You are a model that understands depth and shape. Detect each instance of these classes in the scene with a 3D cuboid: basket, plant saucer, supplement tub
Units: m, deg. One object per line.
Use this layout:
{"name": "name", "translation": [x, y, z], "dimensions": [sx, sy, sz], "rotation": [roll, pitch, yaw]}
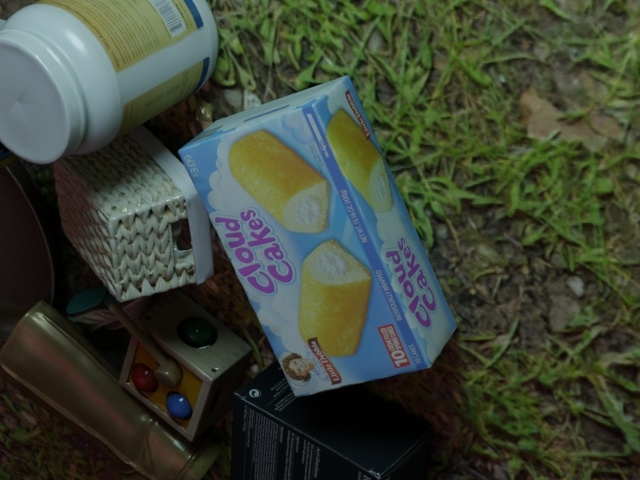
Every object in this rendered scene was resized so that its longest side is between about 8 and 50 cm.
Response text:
{"name": "basket", "translation": [-0.189, -0.028, 1.491], "dimensions": [0.167, 0.103, 0.113], "rotation": [42, 143, 47]}
{"name": "plant saucer", "translation": [-0.413, -0.026, 1.771], "dimensions": [0.311, 0.050, 0.310], "rotation": [23, 131, 29]}
{"name": "supplement tub", "translation": [-0.206, -0.166, 1.382], "dimensions": [0.144, 0.200, 0.144], "rotation": [22, 129, 29]}

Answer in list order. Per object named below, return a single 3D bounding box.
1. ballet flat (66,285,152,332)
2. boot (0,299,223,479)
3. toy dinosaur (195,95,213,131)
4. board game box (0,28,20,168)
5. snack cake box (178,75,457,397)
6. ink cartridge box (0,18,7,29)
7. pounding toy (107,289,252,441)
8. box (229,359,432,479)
{"name": "ballet flat", "translation": [-0.222, 0.071, 1.675], "dimensions": [0.052, 0.057, 0.168], "rotation": [43, 148, -24]}
{"name": "boot", "translation": [-0.265, 0.220, 1.750], "dimensions": [0.269, 0.089, 0.236], "rotation": [37, 127, 1]}
{"name": "toy dinosaur", "translation": [-0.074, -0.057, 1.449], "dimensions": [0.183, 0.053, 0.092], "rotation": [42, 135, 11]}
{"name": "board game box", "translation": [-0.299, -0.149, 1.496], "dimensions": [0.048, 0.170, 0.141], "rotation": [37, 136, 19]}
{"name": "snack cake box", "translation": [0.000, 0.000, 1.372], "dimensions": [0.152, 0.089, 0.264], "rotation": [-17, 106, 29]}
{"name": "ink cartridge box", "translation": [-0.334, -0.191, 1.604], "dimensions": [0.048, 0.028, 0.083], "rotation": [20, 129, 31]}
{"name": "pounding toy", "translation": [-0.160, 0.127, 1.612], "dimensions": [0.130, 0.100, 0.141], "rotation": [37, 136, 16]}
{"name": "box", "translation": [0.004, 0.272, 1.566], "dimensions": [0.184, 0.103, 0.261], "rotation": [29, 132, 28]}
